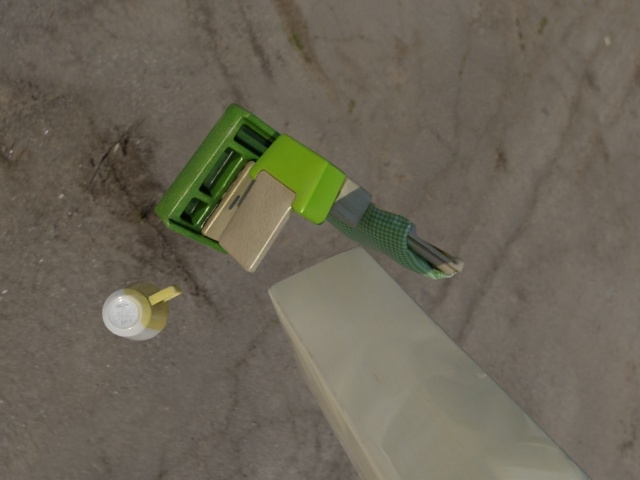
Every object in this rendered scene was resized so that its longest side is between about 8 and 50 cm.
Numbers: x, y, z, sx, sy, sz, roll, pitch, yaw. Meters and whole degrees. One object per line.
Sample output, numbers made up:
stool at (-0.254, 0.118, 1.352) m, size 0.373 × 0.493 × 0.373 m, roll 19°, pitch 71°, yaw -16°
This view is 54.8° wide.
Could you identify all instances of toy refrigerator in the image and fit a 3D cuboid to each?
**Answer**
toy refrigerator at (0.061, 0.114, 0.403) m, size 0.094 × 0.269 × 0.102 m, roll -26°, pitch 122°, yaw -11°

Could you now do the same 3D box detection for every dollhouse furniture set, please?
dollhouse furniture set at (0.000, 0.000, 0.722) m, size 0.301 × 0.197 × 0.151 m, roll 30°, pitch 96°, yaw -48°

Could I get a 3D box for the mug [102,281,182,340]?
mug at (-0.188, 0.066, 0.630) m, size 0.062 × 0.064 × 0.078 m, roll 30°, pitch 84°, yaw 1°
